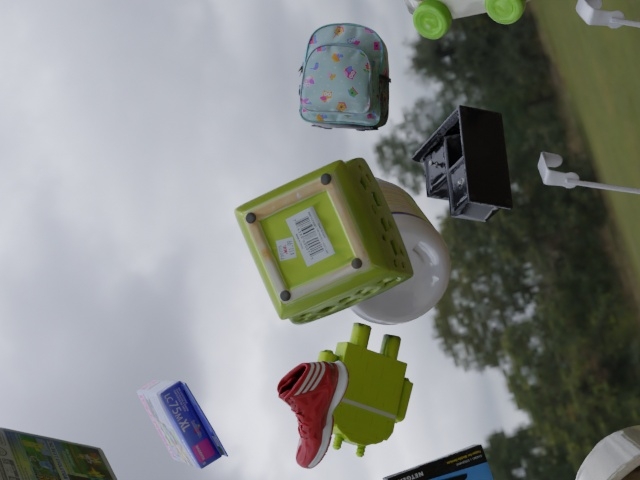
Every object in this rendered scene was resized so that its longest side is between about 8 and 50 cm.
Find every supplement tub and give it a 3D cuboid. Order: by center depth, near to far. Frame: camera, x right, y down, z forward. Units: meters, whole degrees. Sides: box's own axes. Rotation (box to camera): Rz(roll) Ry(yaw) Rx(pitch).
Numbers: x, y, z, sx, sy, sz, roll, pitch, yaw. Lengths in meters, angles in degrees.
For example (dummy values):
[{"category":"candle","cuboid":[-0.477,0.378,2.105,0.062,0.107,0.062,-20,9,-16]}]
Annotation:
[{"category":"supplement tub","cuboid":[0.121,0.010,2.466,0.331,0.241,0.241,-115,2,-66]}]

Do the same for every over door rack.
[{"category":"over door rack","cuboid":[0.440,-0.137,1.397,0.108,0.324,0.240,-63,-15,-60]}]

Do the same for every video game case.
[{"category":"video game case","cuboid":[-0.411,0.354,1.643,0.300,0.036,0.329,18,-170,-29]}]

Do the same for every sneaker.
[{"category":"sneaker","cuboid":[-0.039,0.320,2.176,0.087,0.128,0.221,33,110,59]}]

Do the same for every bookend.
[{"category":"bookend","cuboid":[0.205,-0.089,1.704,0.157,0.072,0.156,133,140,-57]}]

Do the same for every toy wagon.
[{"category":"toy wagon","cuboid":[0.290,-0.404,1.692,0.267,0.344,0.068,-55,-53,-41]}]

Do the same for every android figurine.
[{"category":"android figurine","cuboid":[0.091,0.321,2.483,0.248,0.056,0.273,21,-106,-29]}]

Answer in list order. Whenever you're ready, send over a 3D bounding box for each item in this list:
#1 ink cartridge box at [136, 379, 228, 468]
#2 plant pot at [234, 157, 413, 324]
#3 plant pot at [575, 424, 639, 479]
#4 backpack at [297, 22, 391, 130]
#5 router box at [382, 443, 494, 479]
[{"category":"ink cartridge box","cuboid":[-0.302,0.392,2.504,0.186,0.065,0.311,62,157,-4]},{"category":"plant pot","cuboid":[0.000,0.000,1.881,0.228,0.227,0.207,67,-170,6]},{"category":"plant pot","cuboid":[0.491,0.399,1.631,0.305,0.333,0.334,-82,-27,-85]},{"category":"backpack","cuboid":[0.044,-0.303,2.120,0.144,0.165,0.188,18,-103,-75]},{"category":"router box","cuboid":[0.212,0.440,1.995,0.046,0.179,0.133,134,118,-76]}]
